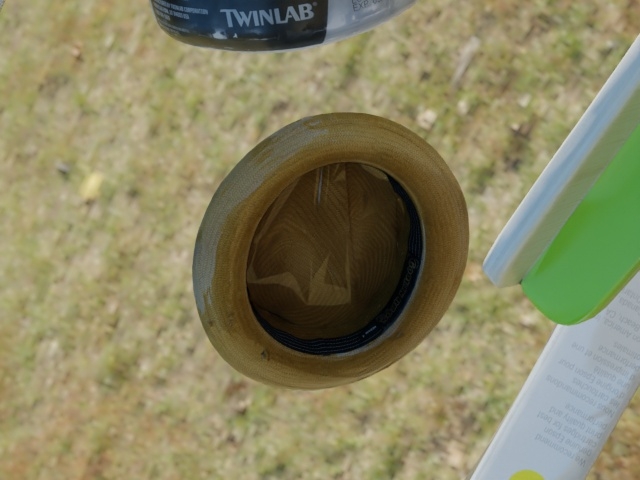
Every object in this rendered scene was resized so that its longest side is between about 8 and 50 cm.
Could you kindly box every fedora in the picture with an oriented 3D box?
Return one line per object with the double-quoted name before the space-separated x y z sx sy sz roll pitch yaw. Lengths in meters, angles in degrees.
"fedora" 0.000 0.000 0.982 0.194 0.194 0.079 -56 29 13

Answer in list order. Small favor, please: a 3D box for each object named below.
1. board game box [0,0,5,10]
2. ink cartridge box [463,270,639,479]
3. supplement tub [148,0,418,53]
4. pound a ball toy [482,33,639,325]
"board game box" -0.354 -0.239 1.040 0.086 0.302 0.308 -22 44 51
"ink cartridge box" 0.155 0.097 0.962 0.307 0.072 0.303 -62 -9 4
"supplement tub" -0.040 -0.292 0.951 0.193 0.194 0.316 -130 27 -58
"pound a ball toy" 0.200 0.001 0.492 0.208 0.136 0.319 52 136 25
